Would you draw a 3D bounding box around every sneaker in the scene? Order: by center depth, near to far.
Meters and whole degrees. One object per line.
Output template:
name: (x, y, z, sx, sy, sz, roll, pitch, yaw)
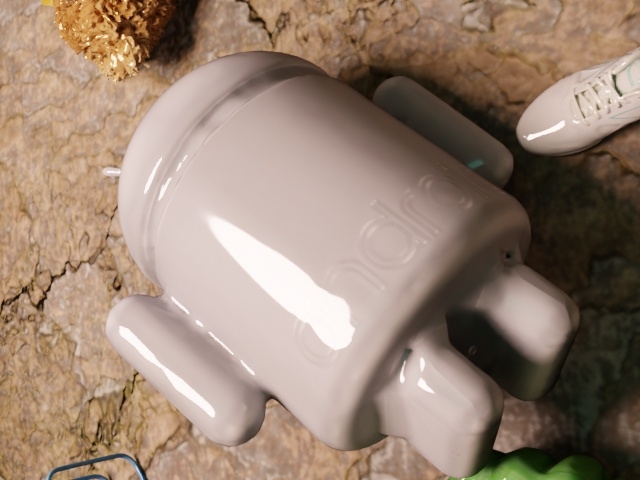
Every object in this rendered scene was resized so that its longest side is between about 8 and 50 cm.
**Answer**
sneaker: (0.198, -0.101, 0.537, 0.152, 0.061, 0.054, -23, 80, 28)

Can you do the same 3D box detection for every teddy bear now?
teddy bear: (-0.134, -0.304, 0.694, 0.338, 0.113, 0.245, -34, 71, 23)

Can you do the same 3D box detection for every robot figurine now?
robot figurine: (0.000, 0.000, 0.561, 0.353, 0.200, 0.300, 38, 65, 25)

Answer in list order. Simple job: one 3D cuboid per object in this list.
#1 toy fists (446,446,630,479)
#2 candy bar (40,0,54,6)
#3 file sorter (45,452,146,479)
toy fists: (0.202, 0.229, 0.512, 0.279, 0.096, 0.142, 27, 111, 25)
candy bar: (-0.251, -0.312, 0.809, 0.040, 0.018, 0.162, 14, 97, 28)
file sorter: (-0.238, 0.285, 0.736, 0.170, 0.118, 0.104, -40, 67, 22)
